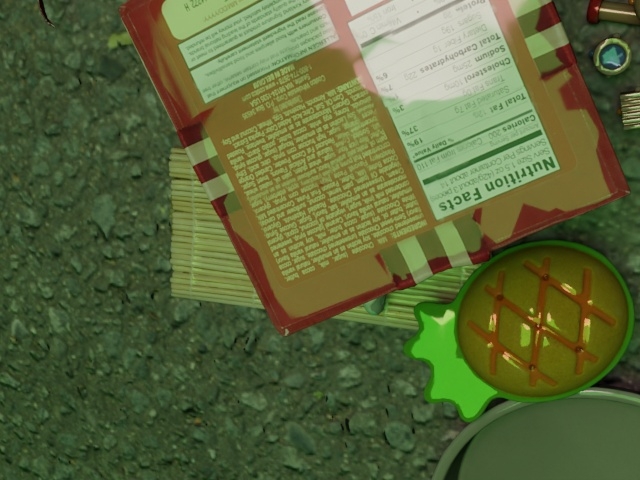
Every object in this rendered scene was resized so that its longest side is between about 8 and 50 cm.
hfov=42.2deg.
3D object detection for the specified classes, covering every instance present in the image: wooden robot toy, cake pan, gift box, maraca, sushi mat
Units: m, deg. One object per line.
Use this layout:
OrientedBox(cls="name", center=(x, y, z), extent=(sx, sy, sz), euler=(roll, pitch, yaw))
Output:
OrientedBox(cls="wooden robot toy", center=(0.231, -0.163, 0.595), extent=(0.076, 0.079, 0.173), euler=(11, 109, 16))
OrientedBox(cls="cake pan", center=(0.241, 0.253, 0.730), extent=(0.293, 0.054, 0.293), euler=(6, 107, 18))
OrientedBox(cls="gift box", center=(0.051, -0.125, 0.564), extent=(0.255, 0.258, 0.276), euler=(-19, 96, 15))
OrientedBox(cls="maraca", center=(0.159, 0.073, 0.674), extent=(0.186, 0.099, 0.127), euler=(-26, 78, 14))
OrientedBox(cls="sushi mat", center=(0.000, 0.000, 0.761), extent=(0.317, 0.019, 0.151), euler=(6, 109, 18))

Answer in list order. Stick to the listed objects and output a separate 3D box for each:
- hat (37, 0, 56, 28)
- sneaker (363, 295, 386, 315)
OrientedBox(cls="hat", center=(-0.259, -0.353, 0.744), extent=(0.173, 0.183, 0.208), euler=(36, 78, 31))
OrientedBox(cls="sneaker", center=(0.071, 0.022, 0.709), extent=(0.069, 0.038, 0.098), euler=(8, 110, 18))
